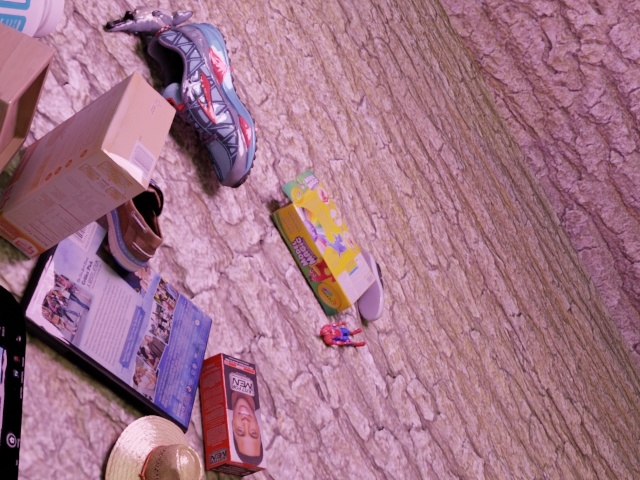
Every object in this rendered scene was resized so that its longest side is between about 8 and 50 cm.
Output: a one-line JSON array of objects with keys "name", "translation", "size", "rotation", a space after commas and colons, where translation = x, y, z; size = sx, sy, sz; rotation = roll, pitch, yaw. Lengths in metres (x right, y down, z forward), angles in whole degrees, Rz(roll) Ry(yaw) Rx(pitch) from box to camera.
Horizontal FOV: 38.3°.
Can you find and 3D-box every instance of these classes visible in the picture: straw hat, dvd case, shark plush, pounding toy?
[{"name": "straw hat", "translation": [-0.162, 0.257, 1.004], "size": [0.144, 0.061, 0.144], "rotation": [30, 50, -43]}, {"name": "dvd case", "translation": [-0.232, 0.094, 1.085], "size": [0.253, 0.022, 0.180], "rotation": [45, 34, -31]}, {"name": "shark plush", "translation": [-0.247, -0.312, 1.369], "size": [0.161, 0.073, 0.067], "rotation": [-20, 115, -66]}, {"name": "pounding toy", "translation": [-0.363, -0.095, 0.911], "size": [0.094, 0.181, 0.206], "rotation": [25, 35, -10]}]

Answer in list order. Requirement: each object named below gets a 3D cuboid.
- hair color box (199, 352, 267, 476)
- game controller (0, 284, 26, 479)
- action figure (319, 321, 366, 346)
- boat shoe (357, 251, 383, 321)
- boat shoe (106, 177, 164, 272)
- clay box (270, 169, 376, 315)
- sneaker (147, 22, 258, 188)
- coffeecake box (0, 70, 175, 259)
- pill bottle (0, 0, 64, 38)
[{"name": "hair color box", "translation": [-0.111, 0.219, 1.159], "size": [0.072, 0.043, 0.141], "rotation": [28, 45, -49]}, {"name": "game controller", "translation": [-0.332, 0.163, 0.812], "size": [0.166, 0.067, 0.319], "rotation": [31, 43, -45]}, {"name": "action figure", "translation": [0.034, 0.151, 1.478], "size": [0.115, 0.030, 0.038], "rotation": [13, 61, -53]}, {"name": "boat shoe", "translation": [0.092, 0.083, 1.611], "size": [0.040, 0.049, 0.142], "rotation": [36, 36, -41]}, {"name": "boat shoe", "translation": [-0.227, -0.046, 1.136], "size": [0.066, 0.066, 0.183], "rotation": [36, 26, -51]}, {"name": "clay box", "translation": [0.000, 0.000, 1.519], "size": [0.222, 0.053, 0.127], "rotation": [60, 28, -4]}, {"name": "sneaker", "translation": [-0.185, -0.193, 1.356], "size": [0.125, 0.104, 0.262], "rotation": [-11, 76, -38]}, {"name": "coffeecake box", "translation": [-0.260, -0.081, 1.009], "size": [0.068, 0.185, 0.142], "rotation": [45, 33, -30]}, {"name": "pill bottle", "translation": [-0.398, -0.269, 0.977], "size": [0.264, 0.146, 0.146], "rotation": [-15, 80, -62]}]
